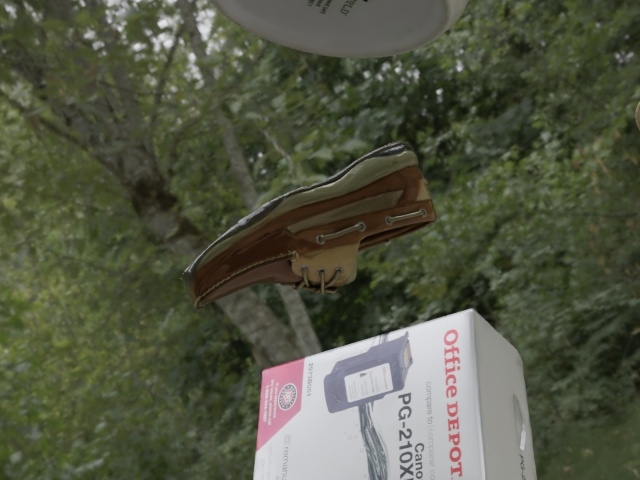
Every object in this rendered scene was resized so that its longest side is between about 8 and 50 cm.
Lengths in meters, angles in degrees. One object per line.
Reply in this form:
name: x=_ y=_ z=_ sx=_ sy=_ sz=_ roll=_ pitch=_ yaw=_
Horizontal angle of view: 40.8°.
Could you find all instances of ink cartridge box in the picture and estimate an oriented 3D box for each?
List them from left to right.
ink cartridge box: x=0.062 y=0.182 z=0.780 sx=0.237 sy=0.172 sz=0.100 roll=-21 pitch=-42 yaw=28

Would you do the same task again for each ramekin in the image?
ramekin: x=0.012 y=-0.255 z=0.718 sx=0.272 sy=0.127 sz=0.273 roll=9 pitch=-12 yaw=2

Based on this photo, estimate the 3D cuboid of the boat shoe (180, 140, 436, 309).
boat shoe: x=0.000 y=0.000 z=0.997 sx=0.324 sy=0.120 sz=0.122 roll=-29 pitch=-6 yaw=-17

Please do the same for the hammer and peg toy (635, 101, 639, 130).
hammer and peg toy: x=0.423 y=-0.077 z=0.731 sx=0.127 sy=0.361 sz=0.266 roll=-34 pitch=-37 yaw=-20
